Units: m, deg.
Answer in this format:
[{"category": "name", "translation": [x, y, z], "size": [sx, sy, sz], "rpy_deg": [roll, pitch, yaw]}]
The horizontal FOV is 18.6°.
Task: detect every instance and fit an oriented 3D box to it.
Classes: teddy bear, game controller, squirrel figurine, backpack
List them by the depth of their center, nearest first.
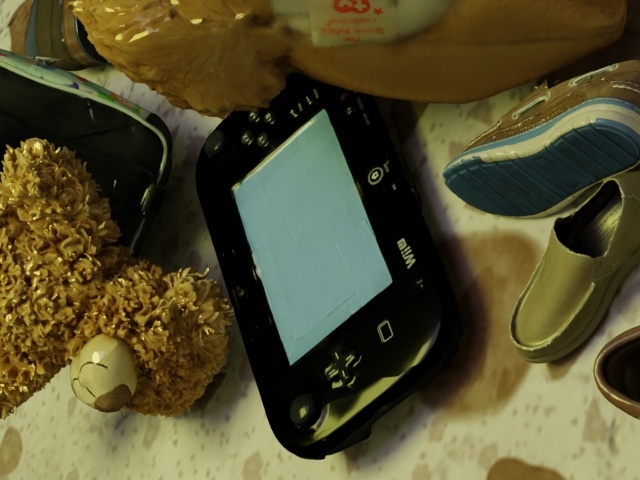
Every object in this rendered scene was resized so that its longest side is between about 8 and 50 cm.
[{"category": "squirrel figurine", "translation": [0.004, -0.278, 1.329], "size": [0.397, 0.281, 0.370], "rpy_deg": [-28, 41, 34]}, {"category": "game controller", "translation": [0.000, 0.000, 1.393], "size": [0.166, 0.067, 0.319], "rpy_deg": [-47, 43, 28]}, {"category": "teddy bear", "translation": [-0.232, 0.029, 1.457], "size": [0.245, 0.338, 0.113], "rpy_deg": [-41, 7, 23]}, {"category": "backpack", "translation": [-0.265, -0.046, 1.596], "size": [0.191, 0.254, 0.225], "rpy_deg": [-129, 61, -79]}]

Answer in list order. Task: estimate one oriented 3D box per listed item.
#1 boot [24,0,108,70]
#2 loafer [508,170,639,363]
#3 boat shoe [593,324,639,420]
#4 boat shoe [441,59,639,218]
[{"category": "boot", "translation": [-0.226, -0.256, 1.785], "size": [0.106, 0.082, 0.219], "rpy_deg": [-13, 66, 46]}, {"category": "loafer", "translation": [0.158, 0.012, 1.198], "size": [0.148, 0.050, 0.056], "rpy_deg": [-55, 39, 19]}, {"category": "boat shoe", "translation": [0.279, 0.065, 0.957], "size": [0.342, 0.123, 0.123], "rpy_deg": [-3, 72, 52]}, {"category": "boat shoe", "translation": [0.150, -0.064, 1.240], "size": [0.183, 0.066, 0.066], "rpy_deg": [-18, 41, 53]}]
